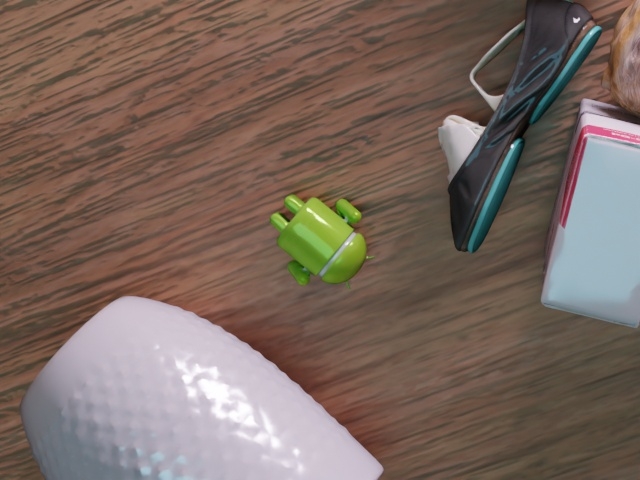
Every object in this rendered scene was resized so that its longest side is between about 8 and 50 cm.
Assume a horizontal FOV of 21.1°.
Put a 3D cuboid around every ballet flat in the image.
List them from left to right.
[{"bbox_3d":[0.186,-0.126,1.774,0.096,0.095,0.280,31,96,13],"label":"ballet flat"}]

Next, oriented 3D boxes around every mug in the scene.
[{"bbox_3d":[-0.164,0.255,1.849,0.328,0.276,0.374,43,137,5],"label":"mug"}]

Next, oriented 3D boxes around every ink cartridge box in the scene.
[{"bbox_3d":[0.284,-0.033,1.694,0.100,0.237,0.172,14,104,5],"label":"ink cartridge box"}]

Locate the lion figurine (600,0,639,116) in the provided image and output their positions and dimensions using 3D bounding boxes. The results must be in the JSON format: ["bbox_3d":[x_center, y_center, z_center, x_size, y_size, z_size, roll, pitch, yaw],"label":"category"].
[{"bbox_3d":[0.486,-0.191,1.663,0.392,0.142,0.240,19,91,14],"label":"lion figurine"}]

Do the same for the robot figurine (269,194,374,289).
[{"bbox_3d":[0.000,0.000,1.843,0.115,0.067,0.101,39,94,1],"label":"robot figurine"}]
